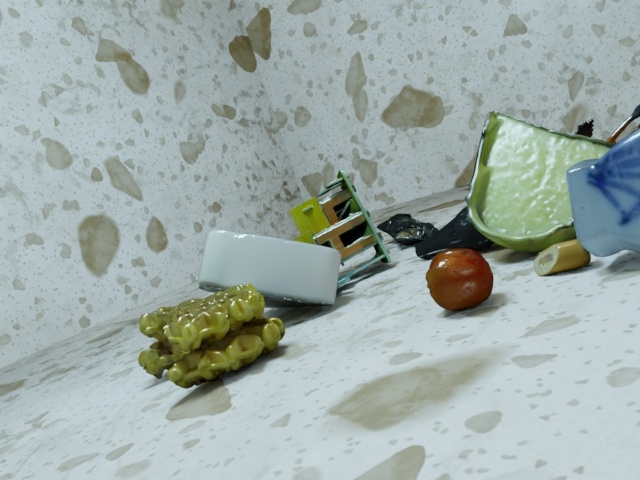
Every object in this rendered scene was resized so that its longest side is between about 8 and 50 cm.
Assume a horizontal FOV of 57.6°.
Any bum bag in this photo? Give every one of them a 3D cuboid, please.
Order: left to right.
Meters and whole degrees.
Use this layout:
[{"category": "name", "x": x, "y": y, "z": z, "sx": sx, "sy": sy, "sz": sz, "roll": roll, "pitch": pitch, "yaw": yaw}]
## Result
[{"category": "bum bag", "x": 0.293, "y": -0.036, "z": 2.014, "sx": 0.144, "sy": 0.095, "sz": 0.340, "roll": -16, "pitch": 12, "yaw": -5}]

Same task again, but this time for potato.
[{"category": "potato", "x": 0.487, "y": -0.093, "z": 1.307, "sx": 0.330, "sy": 0.280, "sz": 0.213, "roll": 27, "pitch": -3, "yaw": 40}]

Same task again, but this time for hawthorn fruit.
[{"category": "hawthorn fruit", "x": 0.247, "y": 0.067, "z": 1.039, "sx": 0.128, "sy": 0.128, "sz": 0.128, "roll": -18, "pitch": 5, "yaw": 2}]

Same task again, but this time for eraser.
[{"category": "eraser", "x": -0.148, "y": 0.075, "z": 1.443, "sx": 0.331, "sy": 0.150, "sz": 0.331, "roll": 6, "pitch": -12, "yaw": 1}]

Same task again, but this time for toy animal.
[{"category": "toy animal", "x": 0.705, "y": -0.197, "z": 1.520, "sx": 0.284, "sy": 0.225, "sz": 0.302, "roll": -43, "pitch": -6, "yaw": -39}]

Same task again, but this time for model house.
[{"category": "model house", "x": 0.000, "y": 0.000, "z": 1.658, "sx": 0.323, "sy": 0.300, "sz": 0.340, "roll": -29, "pitch": 0, "yaw": 0}]

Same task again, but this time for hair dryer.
[{"category": "hair dryer", "x": 0.459, "y": -0.030, "z": 1.577, "sx": 0.359, "sy": 0.120, "sz": 0.303, "roll": -10, "pitch": -15, "yaw": -36}]

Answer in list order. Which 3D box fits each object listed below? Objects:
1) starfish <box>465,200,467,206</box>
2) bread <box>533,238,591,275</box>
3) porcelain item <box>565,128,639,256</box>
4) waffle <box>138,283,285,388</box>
[{"category": "starfish", "x": 0.679, "y": -0.188, "z": 1.765, "sx": 0.432, "sy": 0.082, "sz": 0.324, "roll": -16, "pitch": 10, "yaw": 30}, {"category": "bread", "x": 0.434, "y": 0.032, "z": 1.056, "sx": 0.103, "sy": 0.049, "sz": 0.062, "roll": -17, "pitch": -23, "yaw": 25}, {"category": "porcelain item", "x": 0.599, "y": -0.096, "z": 0.877, "sx": 0.178, "sy": 0.243, "sz": 0.405, "roll": 6, "pitch": -17, "yaw": -40}, {"category": "waffle", "x": -0.234, "y": 0.193, "z": 1.205, "sx": 0.261, "sy": 0.151, "sz": 0.324, "roll": -18, "pitch": 7, "yaw": -31}]
